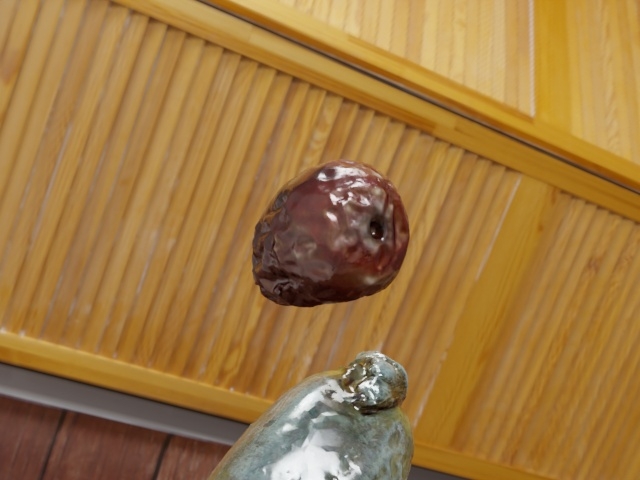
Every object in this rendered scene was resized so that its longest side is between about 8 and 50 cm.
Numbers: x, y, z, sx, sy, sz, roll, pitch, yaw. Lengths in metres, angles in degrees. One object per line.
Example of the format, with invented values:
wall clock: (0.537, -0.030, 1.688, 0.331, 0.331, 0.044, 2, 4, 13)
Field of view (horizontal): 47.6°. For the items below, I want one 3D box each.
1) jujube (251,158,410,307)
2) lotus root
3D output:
jujube: (0.000, 0.000, 0.406, 0.129, 0.077, 0.077, 153, 133, -66)
lotus root: (-0.024, 0.259, 0.750, 0.349, 0.175, 0.175, -36, -7, -38)
